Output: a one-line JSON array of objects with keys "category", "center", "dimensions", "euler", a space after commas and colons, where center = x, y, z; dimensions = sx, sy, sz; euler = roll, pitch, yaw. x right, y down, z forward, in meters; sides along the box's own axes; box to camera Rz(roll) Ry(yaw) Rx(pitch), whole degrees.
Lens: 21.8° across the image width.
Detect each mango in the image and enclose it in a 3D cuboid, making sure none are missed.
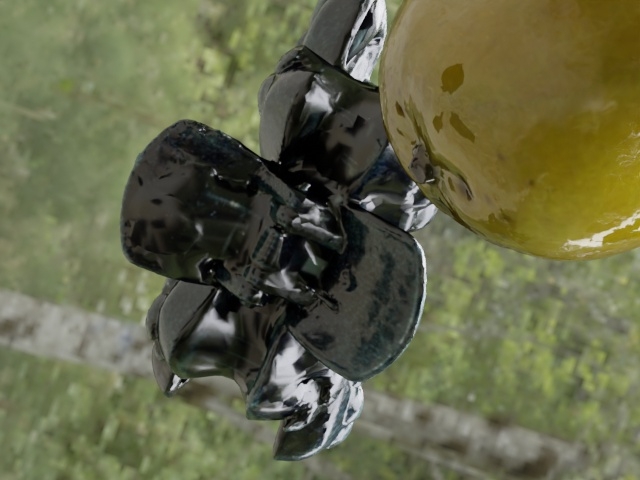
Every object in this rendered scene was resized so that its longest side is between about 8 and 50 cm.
[{"category": "mango", "center": [0.095, -0.071, 0.562], "dimensions": [0.195, 0.137, 0.098], "euler": [-54, 133, -43]}]

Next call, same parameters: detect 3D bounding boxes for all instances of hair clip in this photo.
[{"category": "hair clip", "center": [0.000, -0.002, 1.049], "dimensions": [0.310, 0.194, 0.206], "euler": [-65, 166, 14]}]
